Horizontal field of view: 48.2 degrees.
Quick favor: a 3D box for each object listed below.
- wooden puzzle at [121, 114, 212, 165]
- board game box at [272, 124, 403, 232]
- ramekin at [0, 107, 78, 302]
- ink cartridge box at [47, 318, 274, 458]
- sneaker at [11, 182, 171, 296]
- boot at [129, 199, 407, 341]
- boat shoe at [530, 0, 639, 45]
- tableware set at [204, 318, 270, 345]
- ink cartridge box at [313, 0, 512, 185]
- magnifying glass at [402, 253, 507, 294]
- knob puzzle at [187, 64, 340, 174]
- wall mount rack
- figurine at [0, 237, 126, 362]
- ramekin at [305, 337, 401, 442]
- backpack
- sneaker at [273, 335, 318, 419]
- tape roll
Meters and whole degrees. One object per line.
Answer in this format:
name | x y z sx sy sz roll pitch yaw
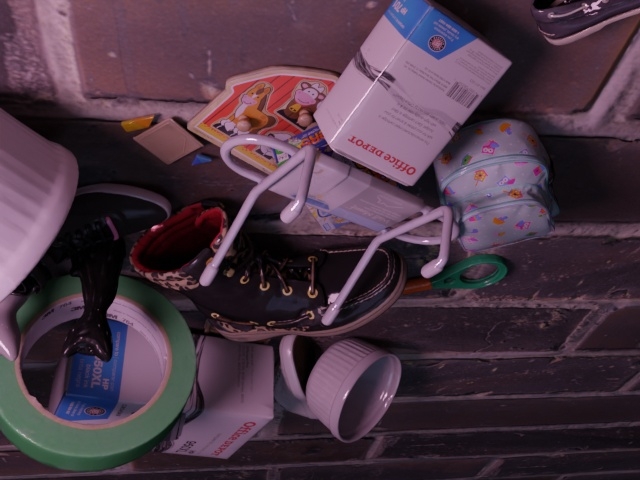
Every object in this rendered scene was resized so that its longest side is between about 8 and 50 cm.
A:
wooden puzzle | -0.204 -0.135 0.962 0.079 0.014 0.116 -15 145 21
board game box | 0.032 -0.094 1.006 0.136 0.035 0.201 -24 148 9
ramekin | -0.435 -0.040 0.845 0.277 0.277 0.135 -23 134 23
ink cartridge box | -0.322 0.308 1.441 0.395 0.166 0.285 13 144 -22
sneaker | -0.362 0.006 1.026 0.296 0.146 0.104 -5 144 -4
boot | -0.082 0.045 1.131 0.378 0.138 0.284 -12 147 28
boat shoe | 0.325 -0.285 0.769 0.206 0.075 0.065 -26 144 34
tableware set | -0.138 0.162 1.400 0.169 0.020 0.141 14 141 -27
ink cartridge box | 0.105 -0.177 0.840 0.140 0.082 0.190 21 120 -34
magnifying glass | 0.228 0.071 1.323 0.231 0.026 0.092 -14 145 8
knob puzzle | -0.048 -0.156 0.939 0.213 0.030 0.213 -4 145 -3
wall mount rack | 0.000 0.000 0.957 0.350 0.130 0.304 21 155 -22
figurine | -0.412 0.089 1.082 0.215 0.209 0.092 0 145 -9
ramekin | 0.063 0.301 1.481 0.109 0.207 0.207 27 163 34
backpack | 0.245 -0.077 1.005 0.166 0.144 0.188 -13 142 19
sneaker | -0.072 0.293 1.529 0.123 0.105 0.290 7 139 17
tape roll | -0.366 0.205 1.160 0.321 0.321 0.077 7 143 -19
